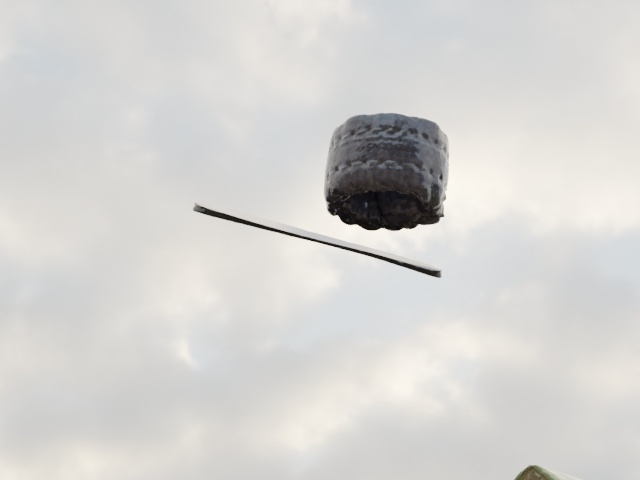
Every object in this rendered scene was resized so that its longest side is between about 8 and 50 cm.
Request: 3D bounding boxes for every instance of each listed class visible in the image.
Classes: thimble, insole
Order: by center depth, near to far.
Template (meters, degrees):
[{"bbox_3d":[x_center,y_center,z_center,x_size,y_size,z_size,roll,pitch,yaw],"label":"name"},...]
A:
[{"bbox_3d":[0.077,-0.077,1.141,0.150,0.098,0.150,4,-21,2],"label":"thimble"},{"bbox_3d":[0.000,0.000,1.164,0.309,0.110,0.012,15,-87,-15],"label":"insole"}]

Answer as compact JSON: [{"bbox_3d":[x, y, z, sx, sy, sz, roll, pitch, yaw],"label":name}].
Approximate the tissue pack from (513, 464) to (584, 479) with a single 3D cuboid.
[{"bbox_3d":[0.332,0.383,1.251,0.125,0.159,0.234,-54,-36,3],"label":"tissue pack"}]
